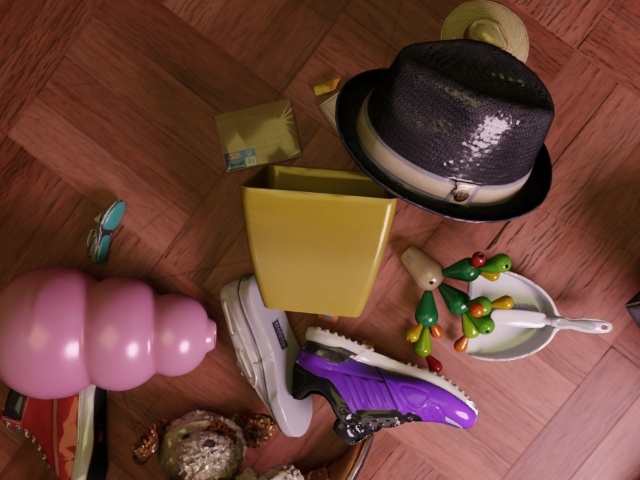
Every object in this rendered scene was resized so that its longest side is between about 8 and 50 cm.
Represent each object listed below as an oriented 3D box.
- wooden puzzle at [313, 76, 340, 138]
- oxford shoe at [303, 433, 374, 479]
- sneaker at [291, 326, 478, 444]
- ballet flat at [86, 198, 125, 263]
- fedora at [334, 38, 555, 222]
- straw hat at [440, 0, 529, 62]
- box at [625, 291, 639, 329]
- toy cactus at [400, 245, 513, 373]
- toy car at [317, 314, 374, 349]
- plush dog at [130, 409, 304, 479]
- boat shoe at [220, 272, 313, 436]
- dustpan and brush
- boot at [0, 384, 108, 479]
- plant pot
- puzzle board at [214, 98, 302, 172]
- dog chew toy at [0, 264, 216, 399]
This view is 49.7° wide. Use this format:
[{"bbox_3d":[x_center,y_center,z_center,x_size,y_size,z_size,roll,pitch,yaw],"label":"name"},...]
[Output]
[{"bbox_3d":[0.043,-0.211,1.114,0.078,0.014,0.116,-27,90,10],"label":"wooden puzzle"},{"bbox_3d":[0.011,0.388,1.114,0.076,0.076,0.212,36,94,15],"label":"oxford shoe"},{"bbox_3d":[0.088,0.253,1.064,0.293,0.102,0.146,21,71,9],"label":"sneaker"},{"bbox_3d":[-0.361,-0.019,1.144,0.041,0.041,0.114,22,93,4],"label":"ballet flat"},{"bbox_3d":[0.195,-0.181,0.957,0.334,0.334,0.152,29,138,3],"label":"fedora"},{"bbox_3d":[0.256,-0.310,1.067,0.144,0.061,0.144,0,92,5],"label":"straw hat"},{"bbox_3d":[0.660,0.164,0.981,0.318,0.097,0.395,-33,90,-19],"label":"box"},{"bbox_3d":[0.189,0.085,1.066,0.180,0.112,0.219,46,125,22],"label":"toy cactus"},{"bbox_3d":[0.048,0.126,1.113,0.122,0.040,0.060,33,95,3],"label":"toy car"},{"bbox_3d":[-0.172,0.372,1.074,0.262,0.210,0.225,-1,51,-18],"label":"plush dog"},{"bbox_3d":[-0.092,0.187,1.105,0.088,0.096,0.267,-16,97,33],"label":"boat shoe"},{"bbox_3d":[0.338,0.122,1.078,0.211,0.060,0.147,4,93,5],"label":"dustpan and brush"},{"bbox_3d":[-0.449,0.344,1.144,0.176,0.088,0.244,0,84,5],"label":"boot"},{"bbox_3d":[0.000,0.000,1.038,0.212,0.212,0.187,5,104,5],"label":"plant pot"},{"bbox_3d":[-0.101,-0.171,1.128,0.128,0.011,0.096,-12,93,6],"label":"puzzle board"},{"bbox_3d":[-0.330,0.144,1.074,0.332,0.206,0.207,2,93,-4],"label":"dog chew toy"}]
